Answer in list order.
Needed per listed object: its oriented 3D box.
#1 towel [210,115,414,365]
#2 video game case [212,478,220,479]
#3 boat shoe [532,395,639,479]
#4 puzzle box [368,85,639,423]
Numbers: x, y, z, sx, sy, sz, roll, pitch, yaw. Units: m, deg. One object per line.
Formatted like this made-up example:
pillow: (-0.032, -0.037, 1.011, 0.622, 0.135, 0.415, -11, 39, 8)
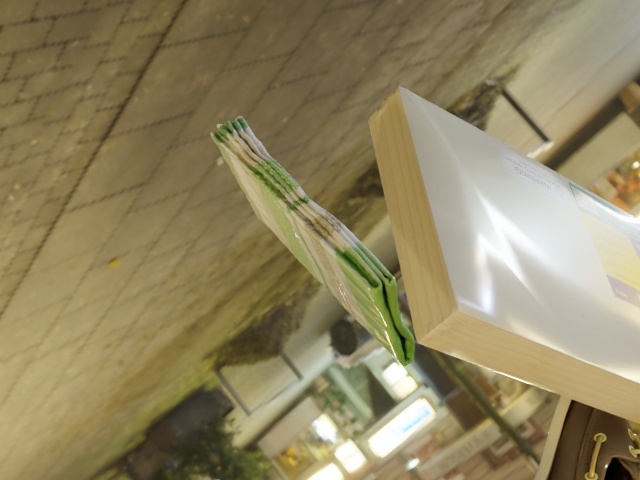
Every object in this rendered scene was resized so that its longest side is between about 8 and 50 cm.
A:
towel: (0.000, 0.000, 0.541, 0.023, 0.152, 0.113, -41, 150, -8)
video game case: (-0.107, 0.367, 0.842, 0.244, 0.061, 0.269, -40, -153, -25)
boat shoe: (0.269, 0.236, 0.907, 0.324, 0.096, 0.117, -50, 137, -42)
puzzle box: (0.233, 0.034, 0.881, 0.408, 0.272, 0.052, 23, 129, -30)
